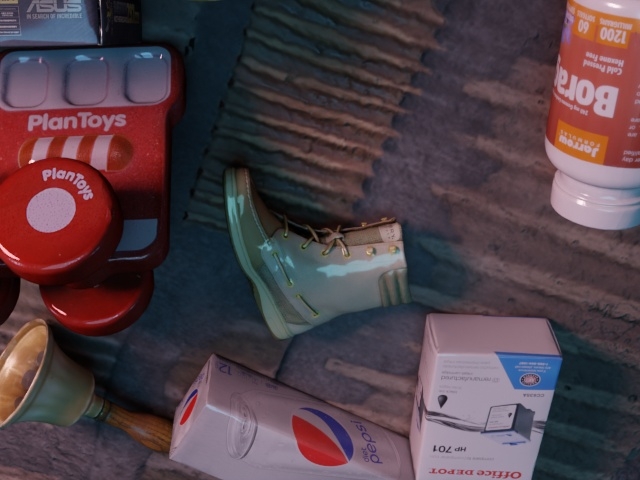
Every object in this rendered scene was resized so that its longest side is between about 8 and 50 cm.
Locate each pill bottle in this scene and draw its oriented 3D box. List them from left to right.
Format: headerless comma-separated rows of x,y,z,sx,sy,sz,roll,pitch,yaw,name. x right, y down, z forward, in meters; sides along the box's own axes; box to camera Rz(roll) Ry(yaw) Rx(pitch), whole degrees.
0.270,-0.124,0.792,0.121,0.121,0.216,0,120,-2,pill bottle

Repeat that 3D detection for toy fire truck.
-0.271,-0.057,0.769,0.302,0.254,0.169,-2,156,1,toy fire truck

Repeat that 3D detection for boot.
0.000,0.000,0.887,0.165,0.077,0.213,-14,125,8,boot

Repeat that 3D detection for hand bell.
-0.241,0.194,0.999,0.242,0.126,0.126,32,116,-33,hand bell

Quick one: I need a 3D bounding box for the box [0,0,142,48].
-0.271,-0.181,0.694,0.233,0.183,0.059,-2,104,-1,box

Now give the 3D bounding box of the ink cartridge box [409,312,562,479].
0.182,0.182,0.997,0.140,0.082,0.190,2,119,-3,ink cartridge box

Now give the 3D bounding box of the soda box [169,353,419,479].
-0.025,0.244,1.022,0.286,0.091,0.098,27,116,-16,soda box
